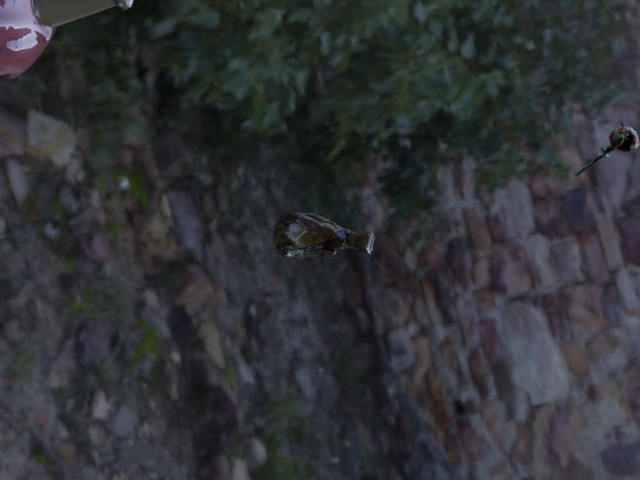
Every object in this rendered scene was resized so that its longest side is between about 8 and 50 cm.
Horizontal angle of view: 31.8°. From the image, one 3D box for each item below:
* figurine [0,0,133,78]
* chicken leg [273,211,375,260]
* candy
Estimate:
[{"bbox_3d":[-0.376,-0.250,1.121,0.166,0.387,0.207,24,83,-76],"label":"figurine"},{"bbox_3d":[0.000,0.000,1.667,0.093,0.178,0.070,-49,135,-43],"label":"chicken leg"},{"bbox_3d":[0.550,-0.167,2.177,0.055,0.185,0.049,43,57,-1],"label":"candy"}]
